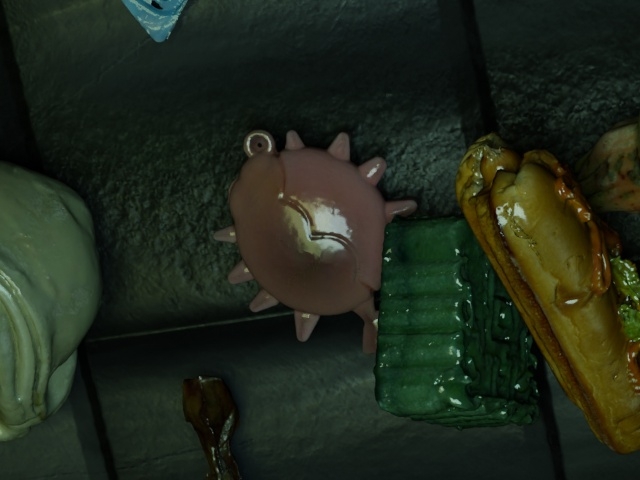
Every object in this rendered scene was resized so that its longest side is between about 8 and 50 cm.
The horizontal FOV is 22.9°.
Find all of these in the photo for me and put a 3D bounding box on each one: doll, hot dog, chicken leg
[{"bbox_3d":[0.000,0.000,1.615,0.211,0.093,0.262,-39,95,15],"label":"doll"},{"bbox_3d":[0.243,0.047,1.486,0.117,0.158,0.349,-31,116,2],"label":"hot dog"},{"bbox_3d":[-0.093,0.289,1.699,0.093,0.113,0.304,-12,97,-5],"label":"chicken leg"}]

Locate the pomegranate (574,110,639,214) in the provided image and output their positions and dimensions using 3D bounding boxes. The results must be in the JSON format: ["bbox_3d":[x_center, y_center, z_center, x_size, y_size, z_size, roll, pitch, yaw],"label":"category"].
[{"bbox_3d":[0.370,-0.082,1.469,0.204,0.276,0.222,-2,81,-23],"label":"pomegranate"}]

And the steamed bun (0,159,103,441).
[{"bbox_3d":[-0.409,0.064,1.670,0.324,0.219,0.309,18,106,11],"label":"steamed bun"}]

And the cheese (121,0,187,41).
[{"bbox_3d":[-0.234,-0.316,1.628,0.245,0.052,0.135,34,111,5],"label":"cheese"}]

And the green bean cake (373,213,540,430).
[{"bbox_3d":[0.145,0.081,1.574,0.107,0.193,0.208,-7,77,36],"label":"green bean cake"}]
